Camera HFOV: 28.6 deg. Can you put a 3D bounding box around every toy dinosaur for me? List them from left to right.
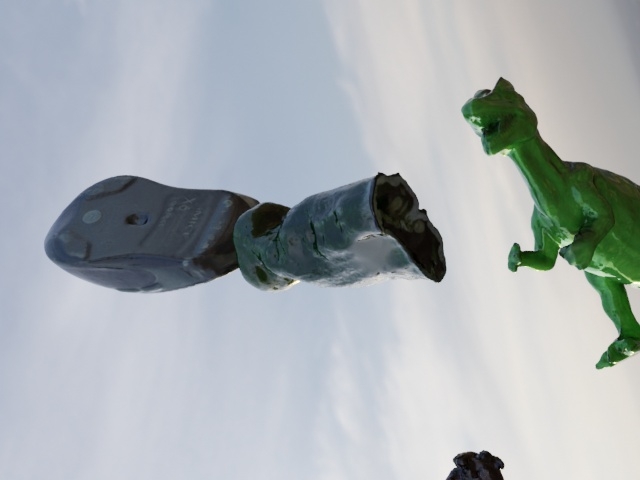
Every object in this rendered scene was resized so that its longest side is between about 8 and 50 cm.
[{"bbox_3d":[0.357,-0.052,1.503,0.500,0.144,0.374,-28,-92,-53],"label":"toy dinosaur"}]

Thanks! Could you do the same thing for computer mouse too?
[{"bbox_3d":[-0.172,0.007,1.557,0.090,0.379,0.167,71,-145,-42],"label":"computer mouse"}]

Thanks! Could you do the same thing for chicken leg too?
[{"bbox_3d":[0.158,0.372,1.586,0.106,0.253,0.051,38,-161,8],"label":"chicken leg"}]

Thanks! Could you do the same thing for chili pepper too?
[{"bbox_3d":[0.000,0.000,1.373,0.136,0.270,0.099,34,-120,-37],"label":"chili pepper"}]
